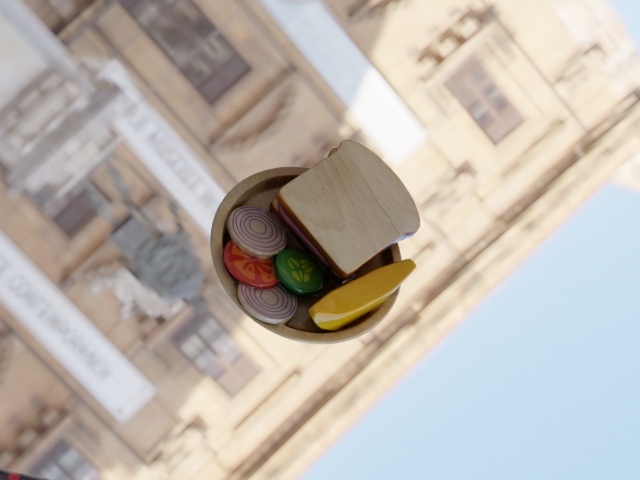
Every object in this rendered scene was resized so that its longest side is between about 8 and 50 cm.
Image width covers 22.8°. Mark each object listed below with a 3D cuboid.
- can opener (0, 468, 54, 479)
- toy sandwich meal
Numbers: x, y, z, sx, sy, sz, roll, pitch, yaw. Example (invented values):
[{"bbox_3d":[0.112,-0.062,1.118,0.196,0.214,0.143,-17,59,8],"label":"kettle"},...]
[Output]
[{"bbox_3d":[-0.116,0.102,0.565,0.073,0.186,0.059,-92,-167,-62],"label":"can opener"},{"bbox_3d":[0.000,0.000,0.605,0.085,0.086,0.029,-55,178,-35],"label":"toy sandwich meal"}]
